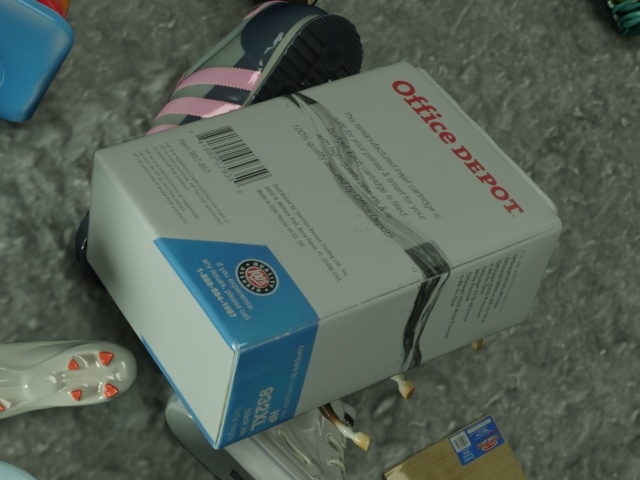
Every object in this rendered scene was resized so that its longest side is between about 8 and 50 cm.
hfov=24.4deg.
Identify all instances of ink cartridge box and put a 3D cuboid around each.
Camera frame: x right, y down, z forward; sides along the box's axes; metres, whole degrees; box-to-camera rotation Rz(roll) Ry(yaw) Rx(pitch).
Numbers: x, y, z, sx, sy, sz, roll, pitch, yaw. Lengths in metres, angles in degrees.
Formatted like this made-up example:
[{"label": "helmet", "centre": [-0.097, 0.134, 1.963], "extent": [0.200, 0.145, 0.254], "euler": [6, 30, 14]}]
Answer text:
[{"label": "ink cartridge box", "centre": [0.000, 0.000, 1.185], "extent": [0.307, 0.129, 0.223], "euler": [-19, 53, -28]}]

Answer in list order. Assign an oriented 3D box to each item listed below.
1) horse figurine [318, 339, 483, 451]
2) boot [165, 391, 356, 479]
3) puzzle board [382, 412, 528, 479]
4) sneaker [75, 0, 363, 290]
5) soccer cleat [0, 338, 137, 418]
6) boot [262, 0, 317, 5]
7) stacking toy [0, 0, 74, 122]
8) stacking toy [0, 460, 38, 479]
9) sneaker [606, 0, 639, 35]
[{"label": "horse figurine", "centre": [0.030, 0.069, 1.263], "extent": [0.174, 0.066, 0.263], "euler": [31, 46, 23]}, {"label": "boot", "centre": [-0.002, 0.189, 1.253], "extent": [0.258, 0.095, 0.123], "euler": [45, 62, 3]}, {"label": "puzzle board", "centre": [0.128, 0.226, 1.346], "extent": [0.128, 0.011, 0.096], "euler": [-25, 82, -28]}, {"label": "sneaker", "centre": [-0.106, -0.088, 1.315], "extent": [0.319, 0.131, 0.112], "euler": [-44, 130, -12]}, {"label": "soccer cleat", "centre": [-0.246, 0.111, 1.204], "extent": [0.196, 0.076, 0.068], "euler": [-2, 92, -3]}, {"label": "boot", "centre": [-0.104, -0.269, 1.356], "extent": [0.198, 0.077, 0.137], "euler": [48, 41, 8]}, {"label": "stacking toy", "centre": [-0.257, -0.271, 1.274], "extent": [0.165, 0.175, 0.302], "euler": [28, 59, -13]}, {"label": "stacking toy", "centre": [-0.351, 0.201, 1.063], "extent": [0.279, 0.130, 0.309], "euler": [-40, 91, -17]}, {"label": "sneaker", "centre": [0.335, -0.272, 1.549], "extent": [0.275, 0.107, 0.110], "euler": [26, 74, -13]}]
